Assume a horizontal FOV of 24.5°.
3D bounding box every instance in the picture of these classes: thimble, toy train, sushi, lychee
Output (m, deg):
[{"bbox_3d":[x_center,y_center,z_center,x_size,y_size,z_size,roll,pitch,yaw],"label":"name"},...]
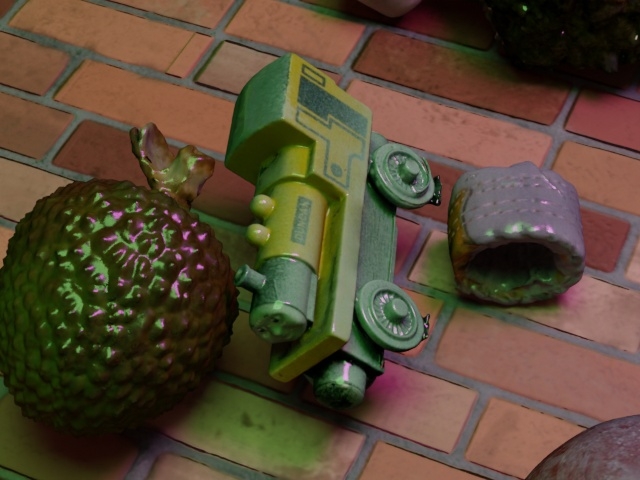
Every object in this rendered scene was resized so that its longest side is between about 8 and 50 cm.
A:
[{"bbox_3d":[0.219,-0.008,1.663,0.151,0.127,0.117,1,48,2],"label":"thimble"},{"bbox_3d":[0.000,0.000,1.586,0.237,0.150,0.369,30,44,-26],"label":"toy train"},{"bbox_3d":[0.341,-0.379,1.910,0.294,0.178,0.352,-12,46,18],"label":"sushi"},{"bbox_3d":[-0.211,0.053,1.540,0.270,0.270,0.320,26,42,22],"label":"lychee"}]

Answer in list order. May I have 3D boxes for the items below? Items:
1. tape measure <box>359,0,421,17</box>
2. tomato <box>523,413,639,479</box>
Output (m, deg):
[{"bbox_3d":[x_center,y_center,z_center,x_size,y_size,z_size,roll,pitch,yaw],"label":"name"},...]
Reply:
[{"bbox_3d":[0.120,-0.447,1.968,0.130,0.265,0.258,27,53,-17],"label":"tape measure"},{"bbox_3d":[0.307,0.307,1.303,0.317,0.282,0.316,10,32,-6],"label":"tomato"}]
